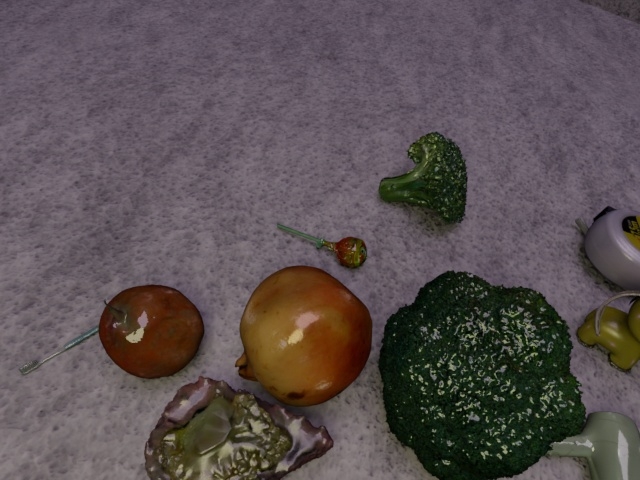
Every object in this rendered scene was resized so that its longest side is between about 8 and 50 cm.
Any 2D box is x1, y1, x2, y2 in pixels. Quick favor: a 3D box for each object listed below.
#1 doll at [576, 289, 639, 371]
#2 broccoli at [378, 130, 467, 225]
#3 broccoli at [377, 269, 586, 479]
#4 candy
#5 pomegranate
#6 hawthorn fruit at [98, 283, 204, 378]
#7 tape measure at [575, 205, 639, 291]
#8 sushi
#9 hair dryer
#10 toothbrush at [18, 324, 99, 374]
[{"bbox_3d":[0.548,0.128,0.698,0.143,0.221,0.135,-37,67,-26],"label":"doll"},{"bbox_3d":[0.221,-0.129,0.921,0.194,0.194,0.219,2,74,-5],"label":"broccoli"},{"bbox_3d":[0.222,0.196,0.609,0.297,0.297,0.297,21,42,-36],"label":"broccoli"},{"bbox_3d":[0.000,0.000,0.852,0.201,0.060,0.060,19,51,18],"label":"candy"},{"bbox_3d":[-0.023,0.137,0.633,0.209,0.209,0.209,3,51,-4],"label":"pomegranate"},{"bbox_3d":[-0.273,0.131,0.638,0.149,0.189,0.149,-20,57,34],"label":"hawthorn fruit"},{"bbox_3d":[0.638,0.019,0.875,0.178,0.105,0.196,17,52,-2],"label":"tape measure"},{"bbox_3d":[-0.118,0.288,0.567,0.241,0.107,0.161,21,55,10],"label":"sushi"},{"bbox_3d":[0.342,0.339,0.613,0.237,0.075,0.206,11,57,12],"label":"hair dryer"},{"bbox_3d":[-0.401,0.164,0.690,0.167,0.014,0.011,-32,52,-28],"label":"toothbrush"}]
